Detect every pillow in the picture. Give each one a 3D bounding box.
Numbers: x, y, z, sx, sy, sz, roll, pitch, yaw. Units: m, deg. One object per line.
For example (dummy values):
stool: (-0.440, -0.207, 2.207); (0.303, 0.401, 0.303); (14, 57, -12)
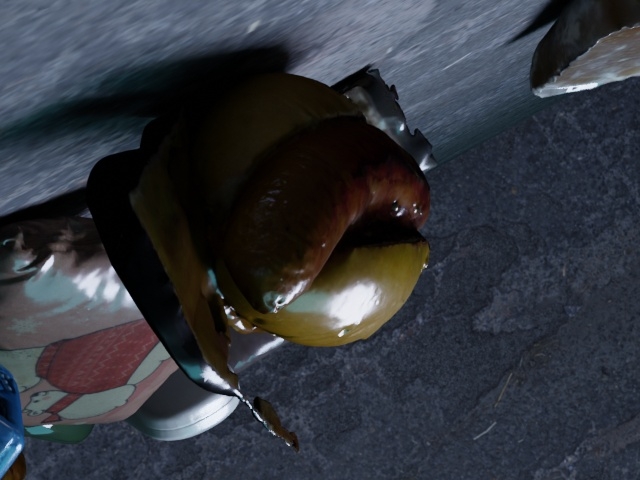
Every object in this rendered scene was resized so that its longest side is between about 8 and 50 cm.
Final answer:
pillow: (-0.164, 0.055, 1.017); (0.223, 0.084, 0.236); (7, 143, -42)

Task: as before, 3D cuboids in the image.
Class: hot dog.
hot dog: (-0.002, -0.006, 0.852); (0.107, 0.194, 0.326); (-24, -168, 14)

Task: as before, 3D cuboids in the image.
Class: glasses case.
glasses case: (-0.155, 0.102, 1.325); (0.092, 0.059, 0.233); (-30, -145, -26)

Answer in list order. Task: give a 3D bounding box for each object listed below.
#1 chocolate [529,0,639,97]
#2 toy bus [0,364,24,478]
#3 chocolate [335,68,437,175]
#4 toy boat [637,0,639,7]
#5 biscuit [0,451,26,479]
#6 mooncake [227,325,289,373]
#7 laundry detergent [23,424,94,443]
chocolate: (0.275, -0.202, 1.389); (0.157, 0.080, 0.254); (-14, 174, -6)
toy bus: (-0.273, 0.158, 0.847); (0.246, 0.113, 0.134); (-52, -156, 1)
chocolate: (-0.077, -0.014, 1.140); (0.329, 0.102, 0.065); (-30, -155, 0)
toy boat: (0.294, -0.207, 1.056); (0.162, 0.136, 0.445); (-25, -177, 9)
biscuit: (-0.569, 0.342, 1.972); (0.395, 0.166, 0.342); (-30, 180, -4)
mooncake: (-0.071, 0.047, 1.688); (0.306, 0.154, 0.306); (-28, 177, -2)
laundry detergent: (-0.285, 0.141, 1.438); (0.078, 0.144, 0.222); (-57, 174, -3)
